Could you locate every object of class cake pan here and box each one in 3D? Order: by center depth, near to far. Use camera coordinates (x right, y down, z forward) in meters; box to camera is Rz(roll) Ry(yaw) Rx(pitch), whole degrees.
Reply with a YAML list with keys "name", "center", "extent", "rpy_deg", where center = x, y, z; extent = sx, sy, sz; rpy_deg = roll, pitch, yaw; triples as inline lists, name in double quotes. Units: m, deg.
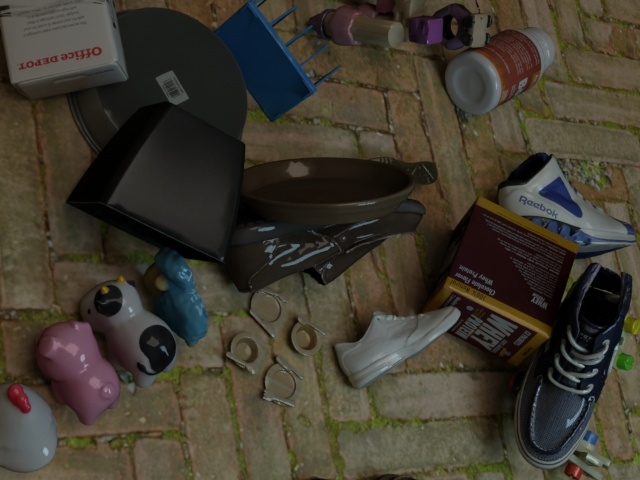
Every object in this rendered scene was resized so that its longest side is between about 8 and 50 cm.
- name: "cake pan"
  center: [-0.231, -0.221, 1.594]
  extent: [0.293, 0.054, 0.293]
  rpy_deg: [12, 68, -31]

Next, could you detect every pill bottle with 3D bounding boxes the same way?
- name: "pill bottle"
  center: [0.340, -0.323, 1.987]
  extent: [0.216, 0.121, 0.121]
  rpy_deg: [-31, 93, -37]

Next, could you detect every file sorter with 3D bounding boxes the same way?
- name: "file sorter"
  center: [-0.066, -0.302, 1.698]
  extent: [0.170, 0.118, 0.104]
  rpy_deg: [54, 50, -8]

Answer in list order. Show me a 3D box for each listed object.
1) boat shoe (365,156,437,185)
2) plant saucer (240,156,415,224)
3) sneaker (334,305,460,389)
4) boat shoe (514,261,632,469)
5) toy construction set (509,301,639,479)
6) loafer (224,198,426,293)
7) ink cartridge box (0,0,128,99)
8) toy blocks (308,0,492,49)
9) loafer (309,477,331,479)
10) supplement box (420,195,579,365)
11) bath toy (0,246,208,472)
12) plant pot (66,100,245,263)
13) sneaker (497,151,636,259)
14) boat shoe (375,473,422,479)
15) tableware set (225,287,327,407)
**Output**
- name: "boat shoe"
  center: [0.126, -0.114, 1.820]
  extent: [0.153, 0.048, 0.056]
  rpy_deg: [-5, 89, -29]
- name: "plant saucer"
  center: [0.003, -0.075, 1.596]
  extent: [0.278, 0.278, 0.041]
  rpy_deg: [-14, 113, -37]
- name: "sneaker"
  center: [0.121, 0.143, 1.677]
  extent: [0.212, 0.080, 0.094]
  rpy_deg: [-29, 76, -17]
- name: "boat shoe"
  center: [0.399, 0.191, 1.693]
  extent: [0.127, 0.158, 0.341]
  rpy_deg: [18, 74, 12]
- name: "toy construction set"
  center: [0.447, 0.246, 1.863]
  extent: [0.215, 0.151, 0.328]
  rpy_deg: [43, 57, -43]
- name: "loafer"
  center: [0.000, 0.000, 1.653]
  extent: [0.366, 0.134, 0.130]
  rpy_deg: [-10, 107, -28]
- name: "ink cartridge box"
  center: [-0.361, -0.311, 1.474]
  extent: [0.148, 0.086, 0.203]
  rpy_deg: [-12, 81, 0]
- name: "toy blocks"
  center: [0.116, -0.479, 1.840]
  extent: [0.309, 0.260, 0.289]
  rpy_deg: [-13, 114, -46]
- name: "loafer"
  center: [-0.047, 0.443, 1.466]
  extent: [0.302, 0.095, 0.109]
  rpy_deg: [-42, 100, -37]
- name: "supplement box"
  center: [0.297, 0.069, 1.781]
  extent: [0.191, 0.129, 0.194]
  rpy_deg: [26, 59, -1]
- name: "bath toy"
  center: [-0.299, 0.147, 1.374]
  extent: [0.151, 0.129, 0.348]
  rpy_deg: [33, 49, 20]
- name: "plant pot"
  center: [-0.206, -0.084, 1.450]
  extent: [0.188, 0.187, 0.167]
  rpy_deg: [29, 80, -25]
- name: "sneaker"
  center: [0.445, -0.068, 1.969]
  extent: [0.315, 0.127, 0.182]
  rpy_deg: [5, 74, -32]
- name: "boat shoe"
  center: [0.189, 0.492, 1.600]
  extent: [0.122, 0.120, 0.324]
  rpy_deg: [-40, 98, -37]
- name: "tableware set"
  center: [-0.065, 0.157, 1.601]
  extent: [0.141, 0.020, 0.169]
  rpy_deg: [38, 57, -19]
